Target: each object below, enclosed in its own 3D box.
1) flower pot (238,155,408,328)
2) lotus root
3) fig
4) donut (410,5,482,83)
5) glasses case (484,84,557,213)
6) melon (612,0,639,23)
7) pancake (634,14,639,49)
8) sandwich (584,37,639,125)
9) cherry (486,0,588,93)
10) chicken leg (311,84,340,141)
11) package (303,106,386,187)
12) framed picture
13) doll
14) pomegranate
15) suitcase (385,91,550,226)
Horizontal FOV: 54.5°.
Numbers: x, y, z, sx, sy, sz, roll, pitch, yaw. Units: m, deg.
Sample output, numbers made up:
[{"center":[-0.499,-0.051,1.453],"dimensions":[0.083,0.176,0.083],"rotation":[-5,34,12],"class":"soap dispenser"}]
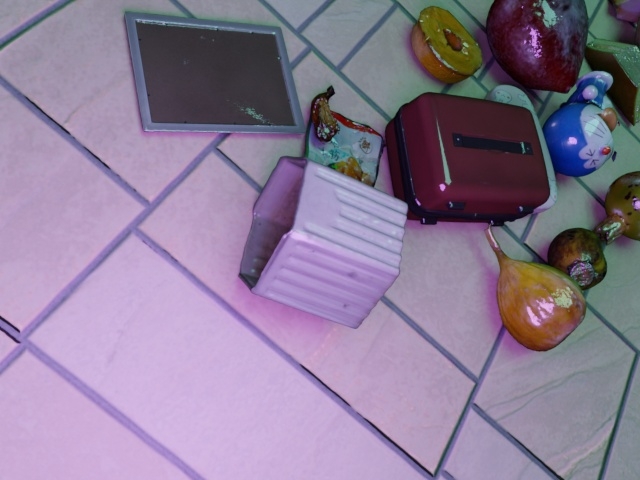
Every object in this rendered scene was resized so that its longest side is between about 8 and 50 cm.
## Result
[{"center":[0.000,0.000,0.962],"dimensions":[0.189,0.209,0.239],"rotation":[20,61,-20],"class":"flower pot"},{"center":[0.523,0.036,1.274],"dimensions":[0.120,0.120,0.209],"rotation":[51,29,-1],"class":"lotus root"},{"center":[0.388,0.078,1.176],"dimensions":[0.159,0.159,0.257],"rotation":[-24,76,-33],"class":"fig"},{"center":[0.269,-0.422,1.359],"dimensions":[0.162,0.065,0.178],"rotation":[-37,89,-38],"class":"donut"},{"center":[0.432,-0.201,1.348],"dimensions":[0.113,0.075,0.297],"rotation":[-2,71,-27],"class":"glasses case"},{"center":[0.886,-0.684,1.788],"dimensions":[0.139,0.093,0.202],"rotation":[56,21,-29],"class":"melon"},{"center":[0.921,-0.552,1.728],"dimensions":[0.241,0.050,0.242],"rotation":[-11,107,-42],"class":"pancake"},{"center":[0.789,-0.431,1.622],"dimensions":[0.094,0.096,0.258],"rotation":[-26,81,-27],"class":"sandwich"},{"center":[0.498,-0.470,1.415],"dimensions":[0.230,0.203,0.300],"rotation":[-18,88,-39],"class":"cherry"},{"center":[0.008,-0.238,1.142],"dimensions":[0.062,0.037,0.145],"rotation":[19,52,-32],"class":"chicken leg"},{"center":[0.040,-0.137,1.139],"dimensions":[0.166,0.040,0.232],"rotation":[23,60,-19],"class":"package"},{"center":[-0.182,-0.288,1.093],"dimensions":[0.296,0.019,0.232],"rotation":[-4,72,-28],"class":"framed picture"},{"center":[0.599,-0.257,1.405],"dimensions":[0.257,0.161,0.215],"rotation":[-59,143,-26],"class":"doll"},{"center":[0.705,-0.067,1.403],"dimensions":[0.205,0.159,0.159],"rotation":[-36,89,-8],"class":"pomegranate"},{"center":[0.281,-0.153,1.198],"dimensions":[0.297,0.161,0.236],"rotation":[0,73,-28],"class":"suitcase"}]
